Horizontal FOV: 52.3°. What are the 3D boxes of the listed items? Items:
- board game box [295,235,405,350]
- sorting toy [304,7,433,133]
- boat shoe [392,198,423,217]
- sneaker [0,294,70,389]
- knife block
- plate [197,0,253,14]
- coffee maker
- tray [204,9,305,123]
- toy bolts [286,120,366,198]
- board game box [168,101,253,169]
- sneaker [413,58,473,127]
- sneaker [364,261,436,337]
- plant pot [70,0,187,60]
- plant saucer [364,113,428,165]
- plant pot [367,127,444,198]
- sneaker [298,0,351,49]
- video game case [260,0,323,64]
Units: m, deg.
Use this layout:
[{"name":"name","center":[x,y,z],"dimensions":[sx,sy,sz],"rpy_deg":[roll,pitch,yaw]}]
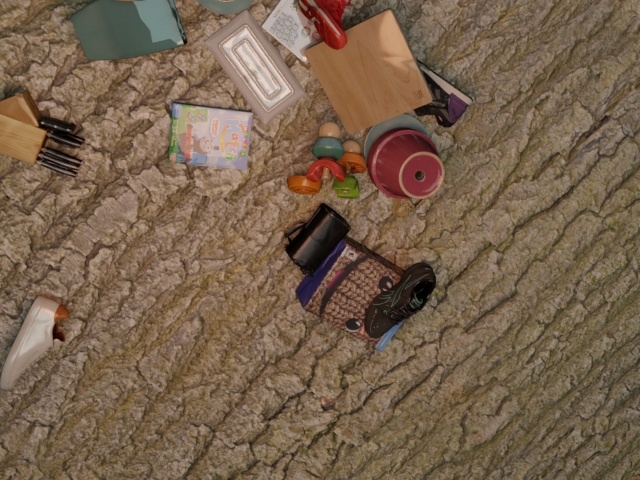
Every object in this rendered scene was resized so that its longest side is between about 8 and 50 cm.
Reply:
[{"name":"board game box","center":[0.114,0.149,1.937],"dimensions":[0.291,0.141,0.232],"rpy_deg":[30,100,-20]},{"name":"sorting toy","center":[0.134,-0.448,1.719],"dimensions":[0.255,0.089,0.257],"rpy_deg":[-18,117,28]},{"name":"boat shoe","center":[0.278,-0.123,1.930],"dimensions":[0.153,0.048,0.056],"rpy_deg":[-39,112,2]},{"name":"sneaker","center":[-0.789,0.303,1.810],"dimensions":[0.123,0.106,0.290],"rpy_deg":[26,100,-17]},{"name":"knife block","center":[-0.748,-0.241,1.644],"dimensions":[0.275,0.088,0.242],"rpy_deg":[-23,111,-5]},{"name":"plate","center":[-0.242,-0.669,1.644],"dimensions":[0.188,0.024,0.188],"rpy_deg":[-4,108,-11]},{"name":"coffee maker","center":[0.000,0.000,1.846],"dimensions":[0.178,0.171,0.120],"rpy_deg":[-51,135,10]},{"name":"tray","center":[-0.170,-0.455,1.730],"dimensions":[0.145,0.030,0.270],"rpy_deg":[-37,112,3]},{"name":"toy bolts","center":[0.010,-0.223,1.776],"dimensions":[0.218,0.228,0.159],"rpy_deg":[3,79,11]},{"name":"board game box","center":[-0.296,-0.280,1.757],"dimensions":[0.211,0.039,0.160],"rpy_deg":[4,107,-14]},{"name":"sneaker","center":[0.284,-0.411,1.807],"dimensions":[0.283,0.107,0.124],"rpy_deg":[29,106,-20]},{"name":"sneaker","center":[0.224,0.176,1.838],"dimensions":[0.101,0.106,0.267],"rpy_deg":[36,99,-22]},{"name":"plant pot","center":[-0.463,-0.522,1.575],"dimensions":[0.234,0.166,0.166],"rpy_deg":[-18,111,-3]},{"name":"plant saucer","center":[0.214,-0.268,1.873],"dimensions":[0.194,0.037,0.195],"rpy_deg":[-4,109,-10]},{"name":"plant pot","center":[0.248,-0.197,1.788],"dimensions":[0.201,0.180,0.201],"rpy_deg":[-4,110,-12]},{"name":"sneaker","center":[0.040,-0.576,1.628],"dimensions":[0.128,0.221,0.087],"rpy_deg":[-27,153,-9]},{"name":"video game case","center":[-0.053,-0.571,1.721],"dimensions":[0.157,0.019,0.143],"rpy_deg":[35,98,-21]}]
